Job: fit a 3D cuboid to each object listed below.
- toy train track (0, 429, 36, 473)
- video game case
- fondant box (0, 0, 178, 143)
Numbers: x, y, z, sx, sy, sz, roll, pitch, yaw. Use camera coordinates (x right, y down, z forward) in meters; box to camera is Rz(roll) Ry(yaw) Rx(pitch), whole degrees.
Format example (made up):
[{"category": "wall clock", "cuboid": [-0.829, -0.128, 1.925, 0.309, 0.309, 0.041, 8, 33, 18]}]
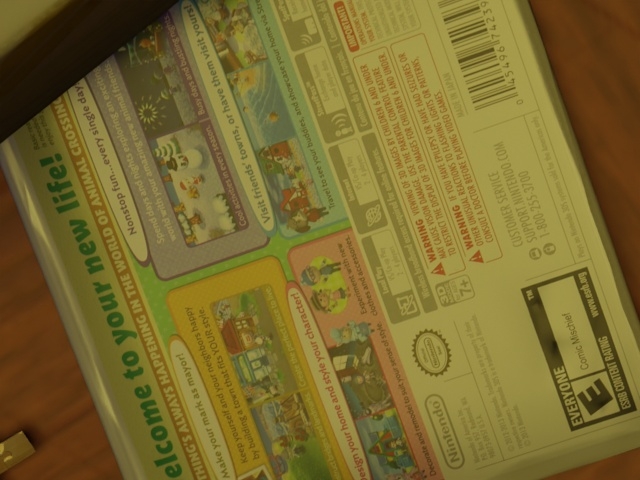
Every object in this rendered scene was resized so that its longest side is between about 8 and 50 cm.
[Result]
[{"category": "toy train track", "cuboid": [-0.118, 0.099, 0.728, 0.048, 0.014, 0.083, -32, 102, 2]}, {"category": "video game case", "cuboid": [0.000, 0.000, 0.696, 0.193, 0.023, 0.212, -19, 99, 7]}, {"category": "fondant box", "cuboid": [-0.078, -0.097, 0.525, 0.330, 0.238, 0.096, -41, 95, -11]}]
